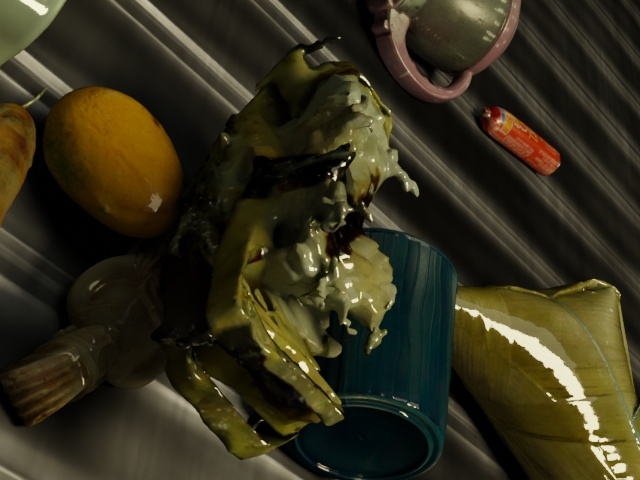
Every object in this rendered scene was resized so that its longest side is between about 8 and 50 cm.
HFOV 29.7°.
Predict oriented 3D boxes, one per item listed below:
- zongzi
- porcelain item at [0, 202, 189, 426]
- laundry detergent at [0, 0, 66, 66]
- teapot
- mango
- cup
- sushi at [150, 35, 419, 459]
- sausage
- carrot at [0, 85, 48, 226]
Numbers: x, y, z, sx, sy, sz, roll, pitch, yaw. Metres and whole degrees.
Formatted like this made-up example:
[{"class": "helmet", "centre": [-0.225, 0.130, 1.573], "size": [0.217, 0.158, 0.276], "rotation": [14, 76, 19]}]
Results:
[{"class": "zongzi", "centre": [0.172, 0.141, 0.980], "size": [0.256, 0.115, 0.228], "rotation": [10, 63, -45]}, {"class": "porcelain item", "centre": [-0.103, 0.039, 0.702], "size": [0.084, 0.054, 0.213], "rotation": [59, 32, -6]}, {"class": "laundry detergent", "centre": [-0.248, -0.238, 0.652], "size": [0.280, 0.105, 0.215], "rotation": [43, 37, -27]}, {"class": "teapot", "centre": [0.106, -0.219, 1.178], "size": [0.146, 0.148, 0.116], "rotation": [21, 13, -33]}, {"class": "mango", "centre": [-0.121, -0.046, 0.717], "size": [0.079, 0.057, 0.114], "rotation": [-2, 45, -40]}, {"class": "cup", "centre": [0.045, 0.089, 0.823], "size": [0.150, 0.113, 0.138], "rotation": [39, 40, -30]}, {"class": "sushi", "centre": [-0.006, 0.002, 0.701], "size": [0.139, 0.131, 0.291], "rotation": [55, 24, -27]}, {"class": "sausage", "centre": [0.211, -0.110, 1.293], "size": [0.129, 0.034, 0.034], "rotation": [31, 44, -42]}, {"class": "carrot", "centre": [-0.187, 0.008, 0.594], "size": [0.078, 0.078, 0.298], "rotation": [45, 32, -27]}]
